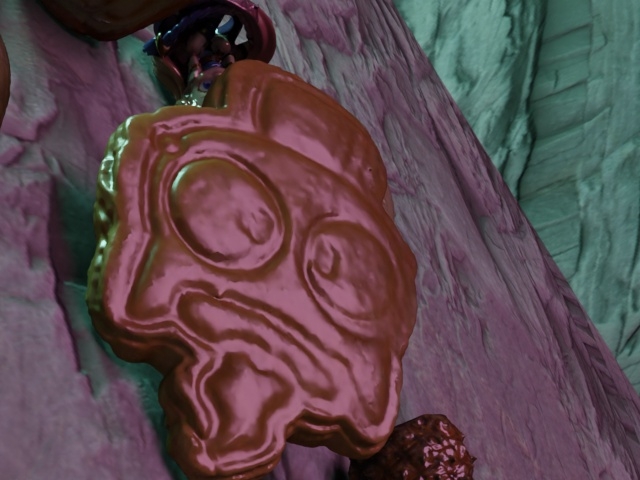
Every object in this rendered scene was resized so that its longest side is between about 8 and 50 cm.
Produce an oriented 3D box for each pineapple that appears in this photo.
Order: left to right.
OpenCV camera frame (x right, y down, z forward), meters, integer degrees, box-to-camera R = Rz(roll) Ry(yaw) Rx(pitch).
[{"bbox_3d":[0.090,0.240,1.394,0.108,0.108,0.197,32,37,-60],"label":"pineapple"}]

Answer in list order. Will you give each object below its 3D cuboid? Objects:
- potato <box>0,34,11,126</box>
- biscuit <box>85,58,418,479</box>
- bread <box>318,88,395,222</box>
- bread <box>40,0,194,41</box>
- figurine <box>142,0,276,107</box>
[{"bbox_3d":[-0.240,-0.075,0.862,0.251,0.159,0.174,-39,123,-64],"label":"potato"},{"bbox_3d":[-0.043,0.016,1.261,0.269,0.051,0.376,28,48,-20],"label":"biscuit"},{"bbox_3d":[-0.024,-0.035,1.457,0.134,0.141,0.148,-18,74,-51],"label":"bread"},{"bbox_3d":[-0.147,-0.269,1.454,0.190,0.244,0.123,30,40,-47],"label":"bread"},{"bbox_3d":[-0.099,-0.150,1.621,0.114,0.126,0.157,156,-71,-65],"label":"figurine"}]
